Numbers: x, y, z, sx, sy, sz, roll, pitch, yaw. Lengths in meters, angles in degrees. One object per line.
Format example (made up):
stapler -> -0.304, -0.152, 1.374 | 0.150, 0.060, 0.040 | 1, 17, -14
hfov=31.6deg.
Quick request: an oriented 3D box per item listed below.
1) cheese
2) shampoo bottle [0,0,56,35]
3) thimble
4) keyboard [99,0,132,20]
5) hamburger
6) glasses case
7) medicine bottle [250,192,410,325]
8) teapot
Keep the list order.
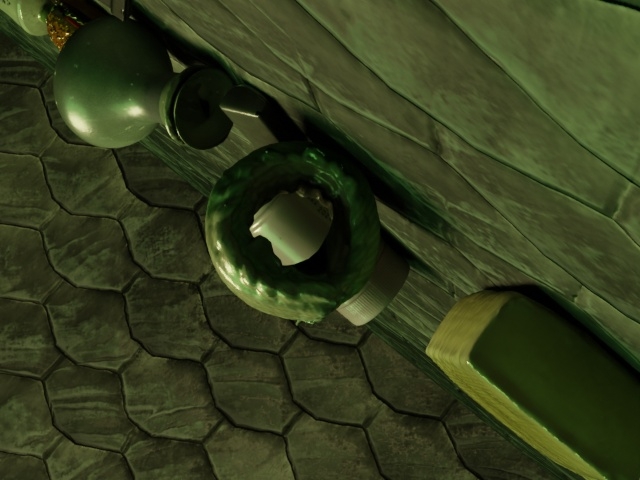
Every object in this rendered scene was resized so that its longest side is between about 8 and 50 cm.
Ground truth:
cheese -> 0.259, 0.168, 1.330 | 0.242, 0.124, 0.265 | 44, 175, -1
shampoo bottle -> -0.503, -0.414, 1.892 | 0.234, 0.087, 0.118 | 36, 156, 28
thimble -> -0.032, -0.007, 1.365 | 0.219, 0.219, 0.150 | 40, 173, 3
keyboard -> -0.222, -0.300, 1.122 | 0.101, 0.018, 0.310 | 34, 166, -3
hamburger -> -0.367, -0.317, 1.780 | 0.166, 0.087, 0.137 | 37, 173, 26
glasses case -> -0.056, -0.131, 1.458 | 0.072, 0.042, 0.190 | 27, 168, 34
medicine bottle -> 0.000, 0.000, 1.640 | 0.249, 0.133, 0.133 | 42, 174, -11
teapot -> -0.232, -0.198, 1.507 | 0.251, 0.183, 0.183 | 21, 163, 41
